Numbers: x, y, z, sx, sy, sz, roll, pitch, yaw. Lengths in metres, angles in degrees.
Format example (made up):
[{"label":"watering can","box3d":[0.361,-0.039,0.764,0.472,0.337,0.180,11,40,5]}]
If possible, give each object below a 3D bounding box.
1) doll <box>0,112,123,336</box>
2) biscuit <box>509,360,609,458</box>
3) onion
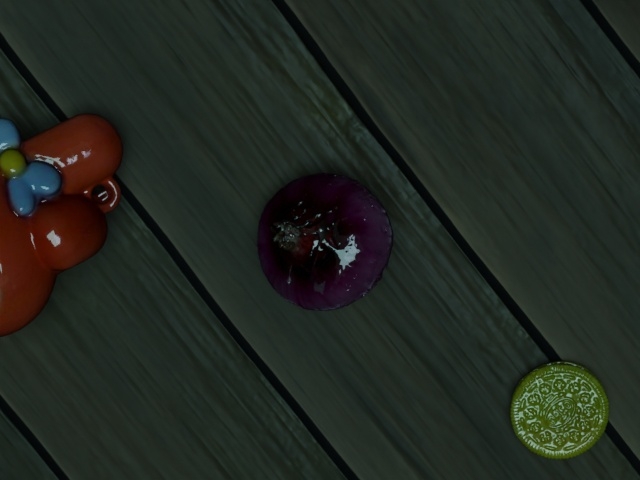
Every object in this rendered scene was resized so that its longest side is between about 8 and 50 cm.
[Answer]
[{"label":"doll","box3d":[-0.281,0.001,1.411,0.290,0.130,0.161,-28,93,-8]},{"label":"biscuit","box3d":[0.201,0.143,1.470,0.084,0.023,0.084,1,101,4]},{"label":"onion","box3d":[0.000,0.000,1.414,0.115,0.104,0.115,-6,79,33]}]
